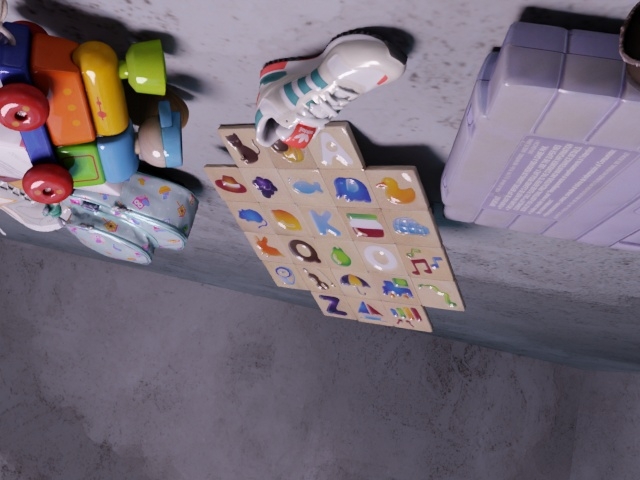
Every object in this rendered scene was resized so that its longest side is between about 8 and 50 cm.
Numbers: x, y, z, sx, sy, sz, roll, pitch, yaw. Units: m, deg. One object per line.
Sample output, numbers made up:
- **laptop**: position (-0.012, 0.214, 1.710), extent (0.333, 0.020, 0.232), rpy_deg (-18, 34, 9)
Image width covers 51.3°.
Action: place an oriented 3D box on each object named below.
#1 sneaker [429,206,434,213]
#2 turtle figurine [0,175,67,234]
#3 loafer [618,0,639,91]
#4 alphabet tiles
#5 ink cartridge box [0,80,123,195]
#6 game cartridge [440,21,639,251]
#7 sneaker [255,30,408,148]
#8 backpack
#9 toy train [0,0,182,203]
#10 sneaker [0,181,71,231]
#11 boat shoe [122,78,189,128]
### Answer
- **sneaker**: position (0.000, 0.000, 0.946), extent (0.319, 0.131, 0.112), rpy_deg (4, 168, 37)
- **turtle figurine**: position (-0.472, -0.097, 1.003), extent (0.175, 0.118, 0.234), rpy_deg (-2, 151, 20)
- **loafer**: position (0.205, -0.127, 0.268), extent (0.078, 0.080, 0.220), rpy_deg (26, 160, -18)
- **alphabet tiles**: position (0.016, -0.005, 0.814), extent (0.285, 0.011, 0.342), rpy_deg (5, 139, 34)
- **ink cartridge box**: position (-0.352, -0.129, 0.774), extent (0.218, 0.092, 0.158), rpy_deg (9, 169, 7)
- **game cartridge**: position (0.230, -0.067, 0.570), extent (0.230, 0.068, 0.355), rpy_deg (14, 170, 7)
- **sneaker**: position (0.003, -0.110, 0.532), extent (0.057, 0.075, 0.161), rpy_deg (21, 166, -40)
- **backpack**: position (-0.287, -0.043, 1.018), extent (0.188, 0.144, 0.166), rpy_deg (10, 164, -5)
- **toy train**: position (-0.193, -0.145, 0.551), extent (0.143, 0.105, 0.248), rpy_deg (-8, 142, -12)
- **sneaker**: position (-0.528, -0.091, 1.121), extent (0.262, 0.099, 0.121), rpy_deg (13, 162, 18)
- **boat shoe**: position (-0.200, -0.144, 0.673), extent (0.135, 0.050, 0.045), rpy_deg (17, -178, -17)
